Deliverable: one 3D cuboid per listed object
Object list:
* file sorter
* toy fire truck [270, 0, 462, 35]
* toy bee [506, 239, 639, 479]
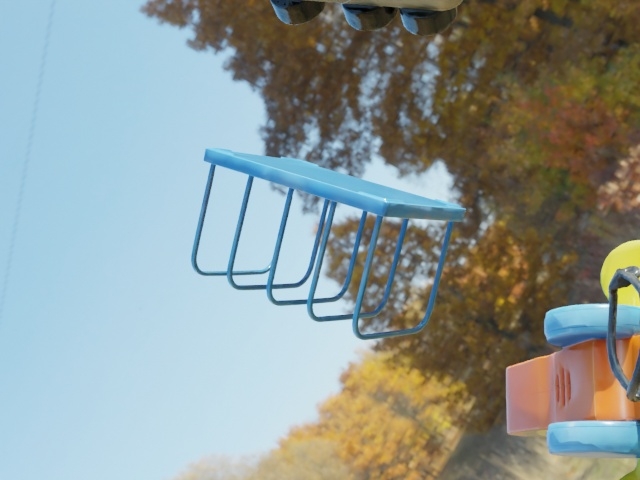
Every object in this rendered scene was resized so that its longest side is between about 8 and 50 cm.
[{"bbox_3d":[0.000,0.000,0.735,0.118,0.170,0.104,2,-76,-55],"label":"file sorter"},{"bbox_3d":[0.054,-0.352,0.932,0.158,0.217,0.246,62,-137,-57],"label":"toy fire truck"},{"bbox_3d":[0.224,0.103,0.601,0.298,0.162,0.195,-97,11,-84],"label":"toy bee"}]
